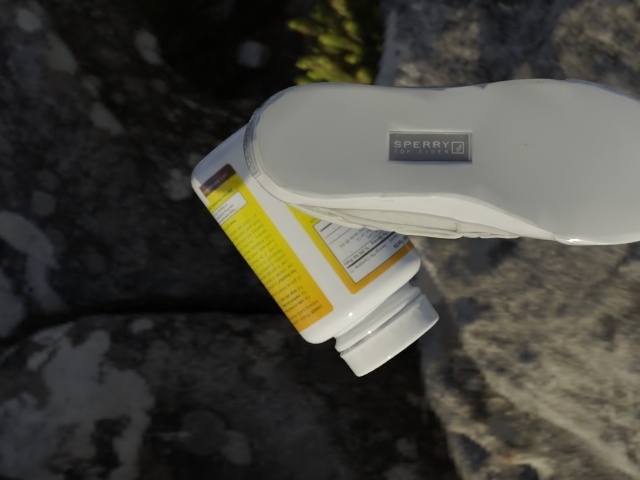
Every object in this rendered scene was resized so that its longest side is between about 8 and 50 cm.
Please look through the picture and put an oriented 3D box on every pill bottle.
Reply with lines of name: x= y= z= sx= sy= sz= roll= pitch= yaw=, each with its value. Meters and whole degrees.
pill bottle: x=0.000 y=0.000 z=1.202 sx=0.117 sy=0.117 sz=0.215 roll=-36 pitch=90 yaw=17

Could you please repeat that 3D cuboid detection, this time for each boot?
boot: x=0.087 y=-0.046 z=0.882 sx=0.258 sy=0.123 sz=0.095 roll=8 pitch=86 yaw=2
